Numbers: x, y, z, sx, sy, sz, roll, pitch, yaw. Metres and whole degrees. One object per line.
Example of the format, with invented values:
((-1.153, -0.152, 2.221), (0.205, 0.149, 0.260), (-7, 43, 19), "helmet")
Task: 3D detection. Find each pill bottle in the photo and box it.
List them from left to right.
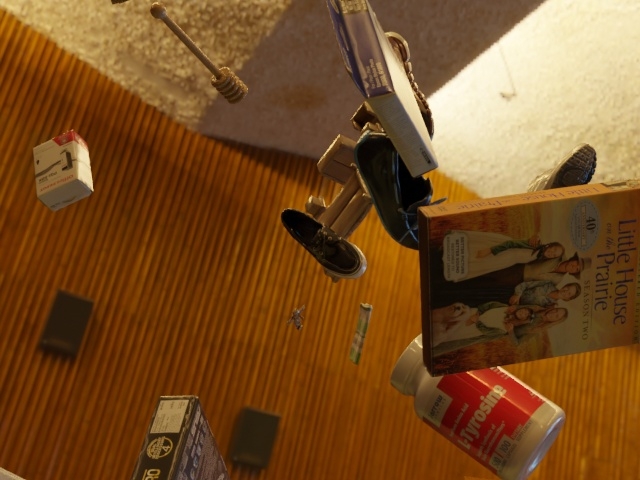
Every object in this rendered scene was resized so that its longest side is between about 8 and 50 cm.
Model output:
((0.387, 0.410, 2.426), (0.407, 0.229, 0.229), (34, -14, 25), "pill bottle")

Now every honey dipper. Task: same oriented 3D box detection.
((-0.144, -0.217, 1.119), (0.030, 0.031, 0.160), (-5, -33, 37), "honey dipper")

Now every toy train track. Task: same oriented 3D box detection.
((-0.039, 0.145, 1.741), (0.014, 0.048, 0.083), (39, -18, 20), "toy train track")

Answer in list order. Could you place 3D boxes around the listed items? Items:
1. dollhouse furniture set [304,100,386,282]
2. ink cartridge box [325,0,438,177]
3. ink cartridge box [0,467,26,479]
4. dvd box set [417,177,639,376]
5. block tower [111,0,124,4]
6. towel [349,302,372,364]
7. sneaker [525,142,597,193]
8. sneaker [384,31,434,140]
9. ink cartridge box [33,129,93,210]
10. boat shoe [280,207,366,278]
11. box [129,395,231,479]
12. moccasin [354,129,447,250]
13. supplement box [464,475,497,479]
((0.127, -0.099, 2.272), (0.173, 0.356, 0.303), (22, -60, -27), "dollhouse furniture set")
((0.082, -0.232, 1.322), (0.045, 0.223, 0.224), (-25, -41, 14), "ink cartridge box")
((-0.486, 0.388, 1.236), (0.307, 0.223, 0.129), (39, -25, -31), "ink cartridge box")
((0.381, 0.065, 1.686), (0.420, 0.308, 0.062), (-7, 21, -10), "dvd box set")
((-0.321, -0.604, 2.112), (0.091, 0.335, 0.097), (-4, -69, 41), "block tower")
((0.099, 0.234, 2.444), (0.023, 0.152, 0.113), (14, -2, -3), "towel")
((0.628, -0.152, 2.625), (0.111, 0.297, 0.129), (34, 13, -28), "sneaker")
((0.148, -0.330, 2.170), (0.106, 0.281, 0.162), (-23, -5, 41), "sneaker")
((-0.518, -0.141, 1.933), (0.099, 0.135, 0.056), (-24, -35, 10), "ink cartridge box")
((0.000, 0.000, 2.037), (0.228, 0.080, 0.076), (42, 3, 31), "boat shoe")
((-0.280, 0.550, 1.864), (0.097, 0.395, 0.318), (-4, -49, 14), "box")
((0.184, -0.090, 2.059), (0.116, 0.138, 0.342), (4, -33, 38), "moccasin")
((0.337, 0.571, 1.862), (0.129, 0.194, 0.191), (6, -8, 6), "supplement box")
